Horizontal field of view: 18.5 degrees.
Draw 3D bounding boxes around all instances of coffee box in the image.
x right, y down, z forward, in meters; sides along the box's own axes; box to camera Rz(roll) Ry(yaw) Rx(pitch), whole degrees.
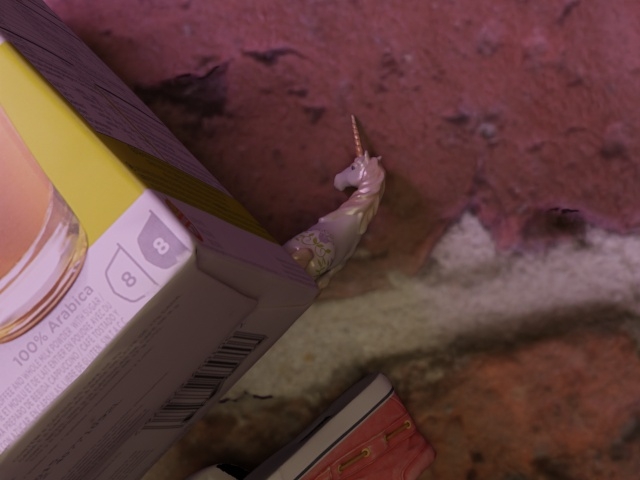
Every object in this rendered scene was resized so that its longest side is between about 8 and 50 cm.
[{"bbox_3d":[-0.256,0.022,1.212,0.337,0.338,0.334,-45,78,5],"label":"coffee box"}]

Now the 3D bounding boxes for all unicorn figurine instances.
[{"bbox_3d":[0.000,0.000,1.405,0.060,0.162,0.111,35,122,-7],"label":"unicorn figurine"}]

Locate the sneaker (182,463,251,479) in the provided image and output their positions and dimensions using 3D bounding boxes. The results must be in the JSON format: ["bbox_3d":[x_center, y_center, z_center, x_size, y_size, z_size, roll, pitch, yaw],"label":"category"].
[{"bbox_3d":[-0.163,0.325,1.422,0.130,0.236,0.322,36,51,-26],"label":"sneaker"}]

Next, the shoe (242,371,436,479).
[{"bbox_3d":[0.005,0.177,1.408,0.178,0.063,0.081,-40,97,-27],"label":"shoe"}]
